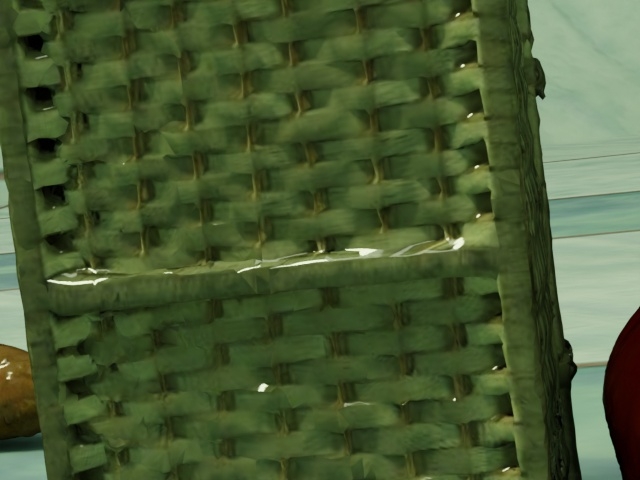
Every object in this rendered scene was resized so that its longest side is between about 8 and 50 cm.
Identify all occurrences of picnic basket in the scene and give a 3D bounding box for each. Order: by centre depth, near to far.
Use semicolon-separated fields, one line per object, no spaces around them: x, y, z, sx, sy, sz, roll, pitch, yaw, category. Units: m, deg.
0.000;0.000;0.540;0.134;0.196;0.154;-6;5;12;picnic basket

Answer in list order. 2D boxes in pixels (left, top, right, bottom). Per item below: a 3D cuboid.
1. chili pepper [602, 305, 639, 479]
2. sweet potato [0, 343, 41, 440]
0.148;0.049;0.539;0.137;0.092;0.368;15;20;18;chili pepper
-0.221;0.060;0.866;0.314;0.066;0.072;1;16;38;sweet potato
